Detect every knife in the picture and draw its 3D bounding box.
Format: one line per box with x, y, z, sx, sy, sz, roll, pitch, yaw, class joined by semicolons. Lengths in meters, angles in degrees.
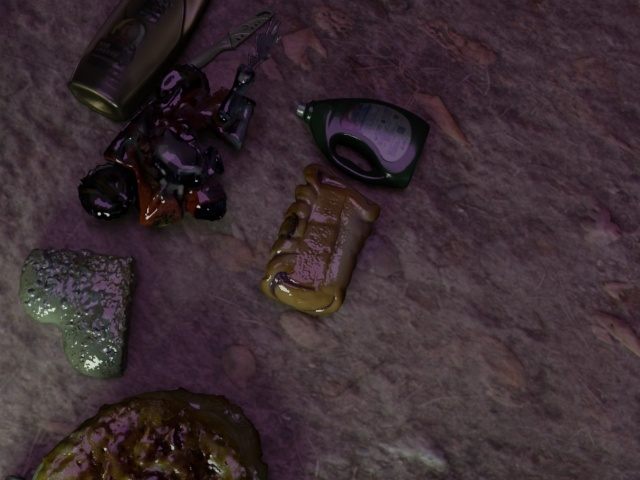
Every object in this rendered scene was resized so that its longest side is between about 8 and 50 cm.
-0.156;-0.327;1.427;0.207;0.014;0.030;-40;77;-16;knife

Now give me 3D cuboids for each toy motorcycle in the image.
-0.183;-0.170;1.312;0.207;0.134;0.401;31;74;5;toy motorcycle

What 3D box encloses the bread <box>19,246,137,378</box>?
-0.334;0.085;1.254;0.172;0.064;0.232;-38;80;-13;bread

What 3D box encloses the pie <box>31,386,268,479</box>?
-0.231;0.353;1.152;0.354;0.103;0.288;-35;85;-18;pie

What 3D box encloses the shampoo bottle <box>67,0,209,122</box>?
-0.269;-0.357;1.392;0.125;0.084;0.350;28;71;7;shampoo bottle

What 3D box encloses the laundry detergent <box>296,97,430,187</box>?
0.058;-0.167;1.366;0.210;0.063;0.137;20;78;2;laundry detergent

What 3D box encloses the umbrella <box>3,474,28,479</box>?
-0.437;0.387;1.155;0.067;0.062;0.143;33;69;-26;umbrella

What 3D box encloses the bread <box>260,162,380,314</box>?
0.000;0.000;1.298;0.134;0.081;0.225;24;70;-2;bread
